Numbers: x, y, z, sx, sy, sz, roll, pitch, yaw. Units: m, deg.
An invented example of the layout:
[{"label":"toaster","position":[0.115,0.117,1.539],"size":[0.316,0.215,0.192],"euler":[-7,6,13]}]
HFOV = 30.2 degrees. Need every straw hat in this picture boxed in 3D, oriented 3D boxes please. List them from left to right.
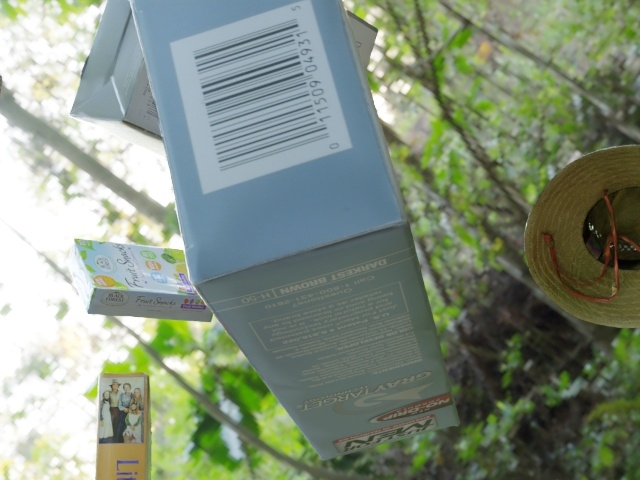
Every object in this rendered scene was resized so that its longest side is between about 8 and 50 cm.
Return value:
[{"label":"straw hat","position":[0.206,-0.015,0.777],"size":[0.144,0.144,0.061],"euler":[-61,0,38]}]

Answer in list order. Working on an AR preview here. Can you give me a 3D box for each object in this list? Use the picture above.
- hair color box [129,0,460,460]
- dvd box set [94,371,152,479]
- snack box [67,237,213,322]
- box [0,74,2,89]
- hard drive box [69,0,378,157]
[{"label":"hair color box","position":[0.000,0.000,0.756],"size":[0.113,0.185,0.374],"euler":[-16,-25,4]},{"label":"dvd box set","position":[-0.217,0.400,1.301],"size":[0.308,0.062,0.421],"euler":[102,167,-54]},{"label":"snack box","position":[-0.191,0.043,1.277],"size":[0.141,0.100,0.037],"euler":[6,-63,-29]},{"label":"box","position":[-0.352,-0.094,0.841],"size":[0.257,0.122,0.128],"euler":[29,-116,-68]},{"label":"hard drive box","position":[-0.076,-0.147,1.031],"size":[0.232,0.089,0.181],"euler":[24,-99,-42]}]
